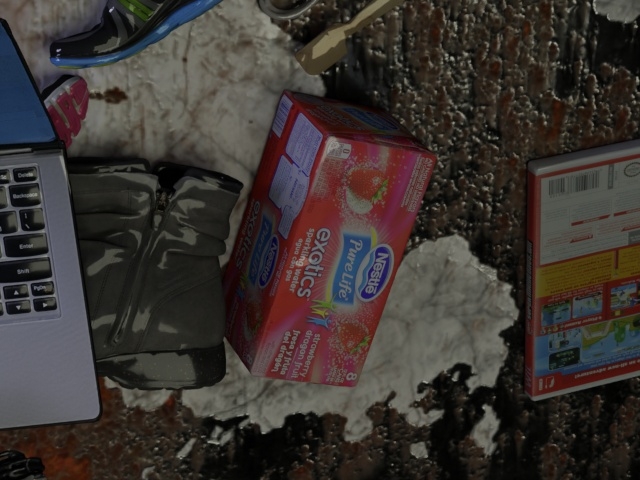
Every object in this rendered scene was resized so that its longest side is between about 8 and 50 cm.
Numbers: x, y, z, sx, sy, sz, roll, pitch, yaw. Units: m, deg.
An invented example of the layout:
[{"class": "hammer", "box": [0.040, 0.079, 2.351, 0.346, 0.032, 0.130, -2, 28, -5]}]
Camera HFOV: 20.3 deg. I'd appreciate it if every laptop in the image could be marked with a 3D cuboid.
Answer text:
[{"class": "laptop", "box": [-0.400, 0.018, 1.445, 0.382, 0.236, 0.408, -6, 106, 0]}]

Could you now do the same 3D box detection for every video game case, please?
[{"class": "video game case", "box": [0.318, 0.028, 1.939, 0.204, 0.025, 0.285, -12, 118, -17]}]

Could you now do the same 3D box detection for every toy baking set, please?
[{"class": "toy baking set", "box": [0.032, -0.289, 1.663, 0.197, 0.030, 0.256, -11, 112, -11]}]

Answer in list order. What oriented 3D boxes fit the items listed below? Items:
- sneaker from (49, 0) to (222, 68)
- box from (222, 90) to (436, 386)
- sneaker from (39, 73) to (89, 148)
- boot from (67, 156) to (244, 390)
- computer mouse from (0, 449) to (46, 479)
[{"class": "sneaker", "box": [-0.165, -0.214, 1.605, 0.188, 0.067, 0.078, -33, 101, -3]}, {"class": "box", "box": [0.000, 0.000, 1.732, 0.123, 0.128, 0.257, 9, 110, -26]}, {"class": "sneaker", "box": [-0.281, -0.093, 1.609, 0.170, 0.075, 0.063, -51, 151, -17]}, {"class": "boot", "box": [-0.244, 0.027, 1.671, 0.338, 0.118, 0.222, -3, 106, -21]}, {"class": "computer mouse", "box": [-0.383, 0.195, 1.556, 0.188, 0.072, 0.272, -22, 137, 19]}]
